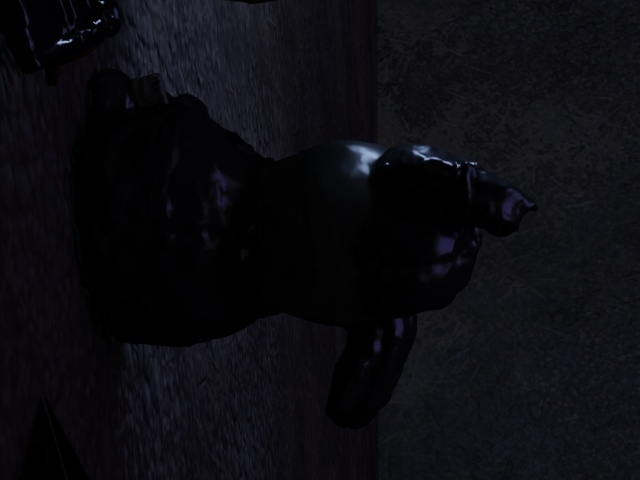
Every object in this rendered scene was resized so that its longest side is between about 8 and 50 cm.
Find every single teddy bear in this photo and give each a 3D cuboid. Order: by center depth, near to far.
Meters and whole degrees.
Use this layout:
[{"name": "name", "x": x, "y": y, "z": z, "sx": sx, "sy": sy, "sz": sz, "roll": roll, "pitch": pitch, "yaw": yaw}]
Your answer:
[{"name": "teddy bear", "x": -0.015, "y": 0.010, "z": 0.912, "sx": 0.144, "sy": 0.251, "sz": 0.171, "roll": -64, "pitch": 165, "yaw": -74}]

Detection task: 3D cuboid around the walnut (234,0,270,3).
[{"name": "walnut", "x": -0.040, "y": -0.236, "z": 0.944, "sx": 0.213, "sy": 0.213, "sz": 0.213, "roll": -3, "pitch": 90, "yaw": -83}]

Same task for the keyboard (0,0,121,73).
[{"name": "keyboard", "x": -0.131, "y": -0.187, "z": 0.600, "sx": 0.087, "sy": 0.017, "sz": 0.250, "roll": -43, "pitch": 120, "yaw": -63}]

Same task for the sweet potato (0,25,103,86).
[{"name": "sweet potato", "x": -0.125, "y": -0.126, "z": 0.671, "sx": 0.226, "sy": 0.068, "sz": 0.068, "roll": 61, "pitch": 26, "yaw": -70}]

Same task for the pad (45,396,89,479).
[{"name": "pad", "x": -0.091, "y": 0.191, "z": 0.789, "sx": 0.143, "sy": 0.003, "sz": 0.211, "roll": 50, "pitch": -25, "yaw": 49}]
